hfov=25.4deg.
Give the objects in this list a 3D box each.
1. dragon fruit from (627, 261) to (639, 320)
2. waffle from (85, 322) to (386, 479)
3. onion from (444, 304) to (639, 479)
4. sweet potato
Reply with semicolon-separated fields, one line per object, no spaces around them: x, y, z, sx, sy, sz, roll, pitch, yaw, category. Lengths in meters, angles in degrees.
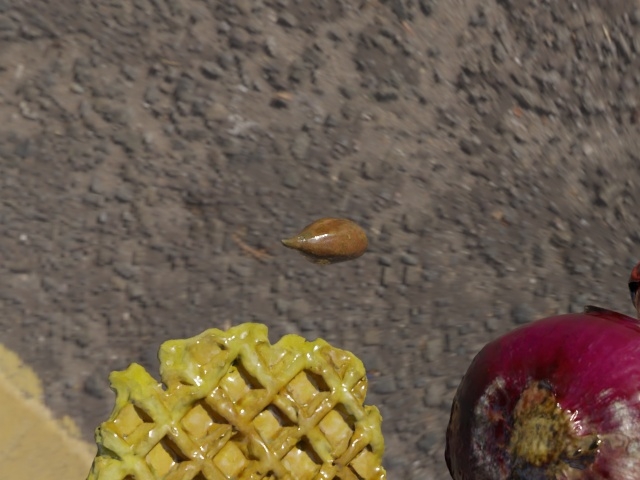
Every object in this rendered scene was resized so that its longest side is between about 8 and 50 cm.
0.350;0.056;1.331;0.121;0.130;0.142;21;121;24;dragon fruit
-0.070;0.237;1.291;0.302;0.068;0.325;5;87;-26;waffle
0.173;0.107;0.828;0.173;0.198;0.135;17;97;29;onion
0.000;0.000;1.408;0.049;0.117;0.049;2;93;40;sweet potato
